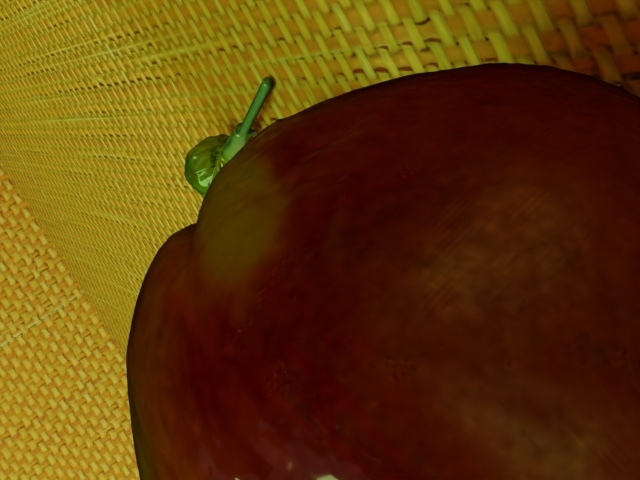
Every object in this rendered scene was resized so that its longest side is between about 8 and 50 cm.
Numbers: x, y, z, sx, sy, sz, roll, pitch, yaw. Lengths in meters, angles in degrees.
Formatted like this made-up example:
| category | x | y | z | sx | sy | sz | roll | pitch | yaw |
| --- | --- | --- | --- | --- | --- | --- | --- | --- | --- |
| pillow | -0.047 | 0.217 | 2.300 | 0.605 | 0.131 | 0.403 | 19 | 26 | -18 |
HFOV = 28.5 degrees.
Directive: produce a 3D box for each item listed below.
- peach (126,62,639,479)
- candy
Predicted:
| category | x | y | z | sx | sy | sz | roll | pitch | yaw |
| --- | --- | --- | --- | --- | --- | --- | --- | --- | --- |
| peach | 0.082 | 0.094 | 0.505 | 0.332 | 0.307 | 0.308 | 53 | 163 | 14 |
| candy | -0.064 | -0.081 | 0.996 | 0.194 | 0.062 | 0.058 | 131 | 148 | -64 |
